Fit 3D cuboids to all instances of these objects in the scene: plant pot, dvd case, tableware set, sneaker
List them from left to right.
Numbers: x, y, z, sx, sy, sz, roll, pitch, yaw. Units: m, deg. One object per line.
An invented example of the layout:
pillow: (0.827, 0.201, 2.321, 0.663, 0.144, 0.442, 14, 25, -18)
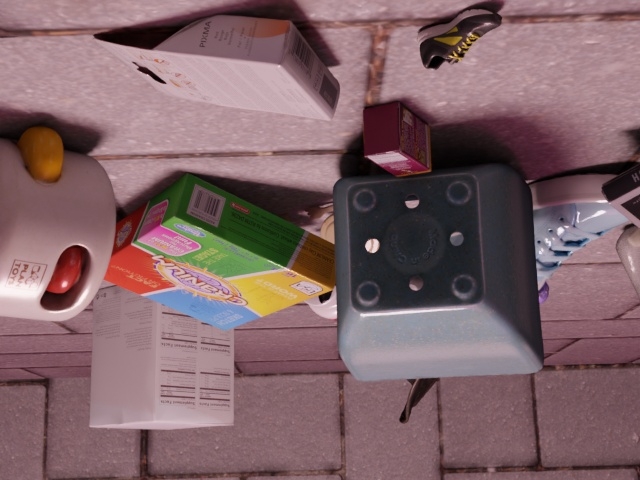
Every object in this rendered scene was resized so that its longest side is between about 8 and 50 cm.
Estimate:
tableware set: (0.000, 0.000, 1.438, 0.194, 0.039, 0.128, -12, 119, 29)
plant pot: (0.129, 0.028, 1.182, 0.247, 0.248, 0.252, -4, 167, 12)
sneaker: (0.118, -0.166, 0.840, 0.031, 0.035, 0.083, 10, 162, -42)
sneaker: (0.290, 0.016, 1.367, 0.135, 0.150, 0.366, 7, 163, -35)
dvd case: (0.446, -0.069, 1.177, 0.179, 0.030, 0.238, -31, 155, 23)

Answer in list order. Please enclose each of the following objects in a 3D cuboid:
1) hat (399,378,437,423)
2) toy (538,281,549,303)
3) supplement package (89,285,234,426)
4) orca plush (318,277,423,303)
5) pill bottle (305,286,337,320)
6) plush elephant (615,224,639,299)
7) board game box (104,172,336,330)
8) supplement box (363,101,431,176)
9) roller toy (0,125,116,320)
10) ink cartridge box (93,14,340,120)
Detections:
hat: (0.179, 0.157, 1.790, 0.134, 0.331, 0.331, 30, 171, 12)
toy: (0.329, 0.113, 1.695, 0.237, 0.056, 0.137, -38, 171, -9)
supplement package: (-0.300, 0.222, 1.914, 0.199, 0.263, 0.198, -13, 162, 40)
orca plush: (0.098, 0.091, 1.585, 0.287, 0.102, 0.151, -3, -146, -46)
pill bottle: (0.035, 0.086, 1.721, 0.107, 0.108, 0.180, -8, 164, 26)
plush elephant: (0.643, 0.095, 1.553, 0.255, 0.330, 0.272, -26, 151, 17)
board game box: (-0.154, 0.028, 1.391, 0.242, 0.064, 0.316, 26, 153, -24)
supplement box: (0.081, -0.104, 1.053, 0.043, 0.055, 0.083, -7, 164, 27)
roller toy: (-0.325, -0.012, 1.096, 0.146, 0.191, 0.209, 11, 162, -38)
ink cartridge box: (-0.086, -0.157, 0.890, 0.179, 0.045, 0.145, 13, 172, 20)
